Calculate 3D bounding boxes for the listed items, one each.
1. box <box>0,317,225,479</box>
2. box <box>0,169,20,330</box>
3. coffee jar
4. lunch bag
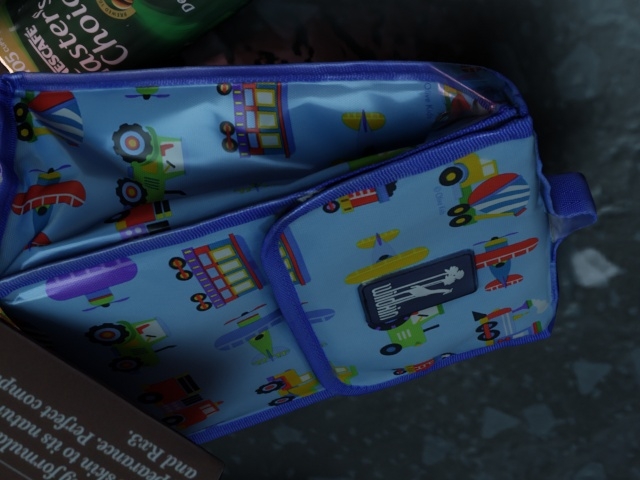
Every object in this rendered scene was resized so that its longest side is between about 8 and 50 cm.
[{"bbox_3d":[-0.198,0.152,0.733,0.191,0.143,0.381,34,161,-5],"label":"box"},{"bbox_3d":[-0.280,-0.022,0.826,0.233,0.044,0.159,28,121,-1],"label":"box"},{"bbox_3d":[-0.113,-0.129,0.704,0.184,0.079,0.096,-37,104,29],"label":"coffee jar"},{"bbox_3d":[0.000,0.000,0.688,0.293,0.138,0.221,-10,146,9],"label":"lunch bag"}]
